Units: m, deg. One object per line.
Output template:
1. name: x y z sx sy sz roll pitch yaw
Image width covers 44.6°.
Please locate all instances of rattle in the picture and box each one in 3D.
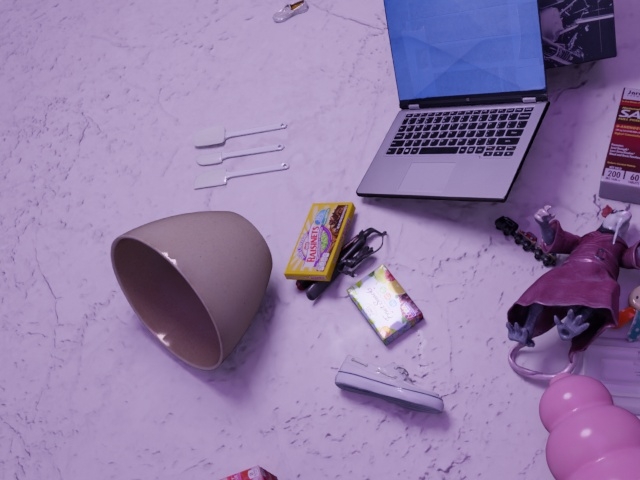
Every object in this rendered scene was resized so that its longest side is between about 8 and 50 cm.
1. rattle: 0.637 0.095 1.448 0.199 0.143 0.130 -18 71 -4

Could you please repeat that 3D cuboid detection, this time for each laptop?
1. laptop: 0.249 -0.313 1.632 0.381 0.236 0.408 5 58 44

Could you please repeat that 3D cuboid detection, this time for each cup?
1. cup: -0.239 0.070 1.634 0.331 0.331 0.237 31 51 26

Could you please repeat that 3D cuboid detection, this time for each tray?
1. tray: 0.600 0.249 1.446 0.270 0.030 0.145 2 64 16

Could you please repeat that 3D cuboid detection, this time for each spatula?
1. spatula: -0.196 -0.218 1.906 0.241 0.019 0.168 -9 61 11

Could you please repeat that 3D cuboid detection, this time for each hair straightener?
1. hair straightener: 0.060 0.053 1.685 0.230 0.047 0.089 -36 49 -11

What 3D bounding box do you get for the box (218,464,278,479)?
1. box: -0.121 0.562 1.430 0.128 0.123 0.257 -22 60 3

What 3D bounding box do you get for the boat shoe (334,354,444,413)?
1. boat shoe: 0.137 0.274 1.528 0.226 0.083 0.076 12 69 21

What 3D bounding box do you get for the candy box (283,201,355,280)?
1. candy box: 0.000 0.000 1.704 0.105 0.027 0.206 -2 49 29

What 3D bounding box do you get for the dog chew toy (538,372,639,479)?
1. dog chew toy: 0.480 0.375 1.326 0.206 0.207 0.332 -23 52 3

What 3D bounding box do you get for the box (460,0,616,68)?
1. box: 0.457 -0.552 1.698 0.312 0.344 0.179 -9 19 11

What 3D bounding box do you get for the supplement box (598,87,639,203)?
1. supplement box: 0.671 -0.197 1.627 0.130 0.073 0.240 12 67 21

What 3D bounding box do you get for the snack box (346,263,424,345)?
1. snack box: 0.133 0.133 1.627 0.100 0.037 0.141 -36 60 -3

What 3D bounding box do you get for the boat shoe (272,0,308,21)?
1. boat shoe: -0.082 -0.610 2.062 0.100 0.035 0.035 -18 61 6

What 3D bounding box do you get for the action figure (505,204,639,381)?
1. action figure: 0.522 0.072 1.482 0.248 0.276 0.370 17 46 33

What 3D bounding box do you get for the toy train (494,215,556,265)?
1. toy train: 0.430 0.000 1.621 0.036 0.027 0.158 -38 59 -18
